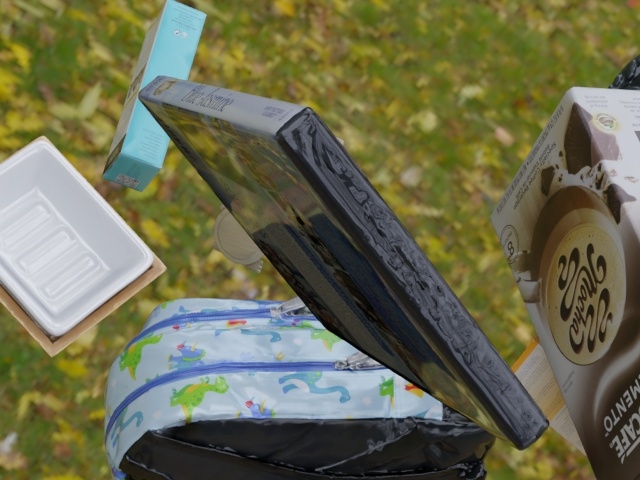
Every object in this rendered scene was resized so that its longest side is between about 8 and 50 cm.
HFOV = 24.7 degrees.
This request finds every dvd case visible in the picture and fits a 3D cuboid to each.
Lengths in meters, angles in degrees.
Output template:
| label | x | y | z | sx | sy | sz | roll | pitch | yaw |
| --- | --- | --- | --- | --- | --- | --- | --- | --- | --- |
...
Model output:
| label | x | y | z | sx | sy | sz | roll | pitch | yaw |
| --- | --- | --- | --- | --- | --- | --- | --- | --- | --- |
| dvd case | 0.000 | 0.000 | 0.708 | 0.180 | 0.022 | 0.253 | 51 | -10 | -20 |

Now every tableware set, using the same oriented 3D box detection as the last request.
| label | x | y | z | sx | sy | sz | roll | pitch | yaw |
| --- | --- | --- | --- | --- | --- | --- | --- | --- | --- |
| tableware set | -0.044 | -0.045 | 1.477 | 0.141 | 0.168 | 0.020 | 10 | 16 | 23 |

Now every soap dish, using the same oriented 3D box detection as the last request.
| label | x | y | z | sx | sy | sz | roll | pitch | yaw |
| --- | --- | --- | --- | --- | --- | --- | --- | --- | --- |
| soap dish | -0.415 | 0.014 | 2.206 | 0.229 | 0.118 | 0.291 | -39 | 81 | -27 |

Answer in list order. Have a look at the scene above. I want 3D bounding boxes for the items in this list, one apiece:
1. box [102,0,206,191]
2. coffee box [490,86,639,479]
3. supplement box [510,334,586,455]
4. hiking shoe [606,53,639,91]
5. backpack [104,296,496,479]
| label | x | y | z | sx | sy | sz | roll | pitch | yaw |
| --- | --- | --- | --- | --- | --- | --- | --- | --- | --- |
| box | -0.224 | -0.197 | 1.975 | 0.060 | 0.100 | 0.244 | 20 | 66 | -16 |
| coffee box | 0.259 | 0.043 | 1.156 | 0.119 | 0.168 | 0.297 | 0 | 51 | -23 |
| supplement box | 0.212 | 0.128 | 1.256 | 0.098 | 0.062 | 0.036 | 40 | 37 | 10 |
| hiking shoe | 0.421 | -0.179 | 1.573 | 0.113 | 0.304 | 0.132 | 47 | 5 | 29 |
| backpack | -0.044 | 0.192 | 1.483 | 0.356 | 0.290 | 0.273 | -8 | 55 | -21 |
